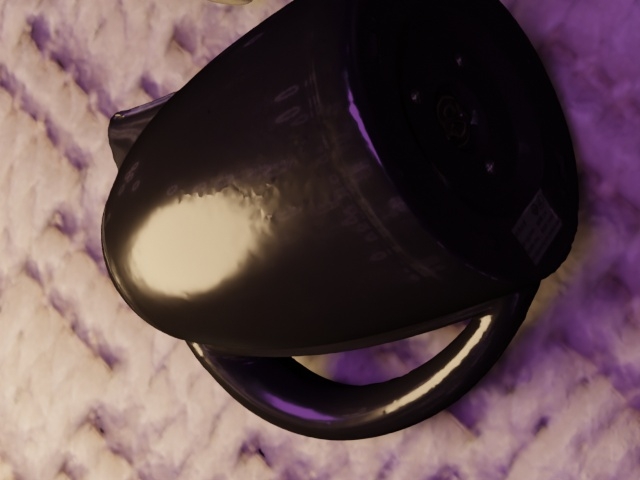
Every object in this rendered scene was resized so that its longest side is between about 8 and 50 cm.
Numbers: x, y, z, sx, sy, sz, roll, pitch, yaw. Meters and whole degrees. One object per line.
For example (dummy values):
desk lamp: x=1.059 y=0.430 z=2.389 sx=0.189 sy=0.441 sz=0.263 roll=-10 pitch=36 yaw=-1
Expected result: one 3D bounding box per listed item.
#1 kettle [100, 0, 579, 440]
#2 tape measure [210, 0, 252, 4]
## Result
kettle: x=0.000 y=0.000 z=1.019 sx=0.290 sy=0.207 sz=0.268 roll=-26 pitch=100 yaw=36
tape measure: x=-0.159 y=-0.256 z=1.108 sx=0.271 sy=0.231 sz=0.133 roll=28 pitch=100 yaw=33
